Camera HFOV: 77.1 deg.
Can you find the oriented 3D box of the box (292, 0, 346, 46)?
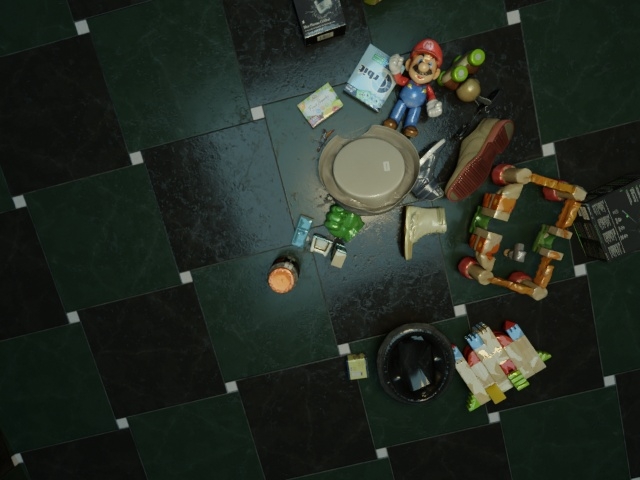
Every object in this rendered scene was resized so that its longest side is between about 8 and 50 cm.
[{"bbox_3d":[-0.005,-0.801,1.423,0.156,0.093,0.158,-17,97,3],"label":"box"}]

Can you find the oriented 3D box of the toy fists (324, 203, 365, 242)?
[{"bbox_3d":[0.135,-0.127,1.524,0.142,0.096,0.279,44,98,-4],"label":"toy fists"}]

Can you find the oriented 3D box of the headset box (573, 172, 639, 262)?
[{"bbox_3d":[1.125,-0.092,1.505,0.283,0.131,0.246,-26,97,4],"label":"headset box"}]

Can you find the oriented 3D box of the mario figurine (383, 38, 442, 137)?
[{"bbox_3d":[0.329,-0.535,1.409,0.198,0.170,0.321,3,114,-33],"label":"mario figurine"}]

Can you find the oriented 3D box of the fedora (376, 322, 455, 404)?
[{"bbox_3d":[0.362,0.465,1.582,0.334,0.152,0.334,0,98,0],"label":"fedora"}]

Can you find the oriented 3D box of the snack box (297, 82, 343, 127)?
[{"bbox_3d":[-0.001,-0.500,1.496,0.141,0.037,0.100,-36,96,5],"label":"snack box"}]

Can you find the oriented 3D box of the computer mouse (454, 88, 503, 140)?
[{"bbox_3d":[0.589,-0.458,1.486,0.041,0.071,0.242,40,98,-15],"label":"computer mouse"}]

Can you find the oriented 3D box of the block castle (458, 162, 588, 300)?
[{"bbox_3d":[0.719,-0.034,1.481,0.303,0.213,0.453,15,100,-6],"label":"block castle"}]

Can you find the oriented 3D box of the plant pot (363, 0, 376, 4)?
[{"bbox_3d":[0.207,-0.945,1.339,0.227,0.228,0.207,-31,105,5],"label":"plant pot"}]

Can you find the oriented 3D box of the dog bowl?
[{"bbox_3d":[0.171,-0.242,1.430,0.348,0.102,0.349,-2,67,5],"label":"dog bowl"}]

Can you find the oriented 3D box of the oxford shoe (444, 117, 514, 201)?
[{"bbox_3d":[0.561,-0.299,1.489,0.348,0.130,0.123,-52,131,2],"label":"oxford shoe"}]

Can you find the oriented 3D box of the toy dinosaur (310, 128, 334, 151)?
[{"bbox_3d":[0.011,-0.376,1.515,0.090,0.047,0.082,-2,117,-10],"label":"toy dinosaur"}]

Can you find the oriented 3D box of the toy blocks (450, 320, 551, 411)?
[{"bbox_3d":[0.669,0.447,1.584,0.381,0.191,0.261,-33,86,5],"label":"toy blocks"}]

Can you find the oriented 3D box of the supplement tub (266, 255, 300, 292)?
[{"bbox_3d":[-0.138,0.128,1.515,0.117,0.190,0.117,0,98,0],"label":"supplement tub"}]

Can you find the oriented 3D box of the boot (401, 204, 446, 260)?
[{"bbox_3d":[0.398,-0.026,1.548,0.165,0.077,0.213,2,96,-2],"label":"boot"}]

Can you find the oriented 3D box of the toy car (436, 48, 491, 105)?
[{"bbox_3d":[0.537,-0.559,1.434,0.149,0.155,0.188,-43,106,6],"label":"toy car"}]

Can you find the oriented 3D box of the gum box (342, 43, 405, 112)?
[{"bbox_3d":[0.196,-0.594,1.479,0.157,0.041,0.184,32,98,-5],"label":"gum box"}]

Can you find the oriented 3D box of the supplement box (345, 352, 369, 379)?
[{"bbox_3d":[0.150,0.513,1.639,0.083,0.056,0.083,-8,98,2],"label":"supplement box"}]

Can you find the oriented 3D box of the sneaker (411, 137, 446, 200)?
[{"bbox_3d":[0.424,-0.253,1.505,0.163,0.086,0.226,41,99,-3],"label":"sneaker"}]

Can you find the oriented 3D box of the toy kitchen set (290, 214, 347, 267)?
[{"bbox_3d":[0.000,0.000,1.506,0.207,0.166,0.122,19,99,-3],"label":"toy kitchen set"}]
